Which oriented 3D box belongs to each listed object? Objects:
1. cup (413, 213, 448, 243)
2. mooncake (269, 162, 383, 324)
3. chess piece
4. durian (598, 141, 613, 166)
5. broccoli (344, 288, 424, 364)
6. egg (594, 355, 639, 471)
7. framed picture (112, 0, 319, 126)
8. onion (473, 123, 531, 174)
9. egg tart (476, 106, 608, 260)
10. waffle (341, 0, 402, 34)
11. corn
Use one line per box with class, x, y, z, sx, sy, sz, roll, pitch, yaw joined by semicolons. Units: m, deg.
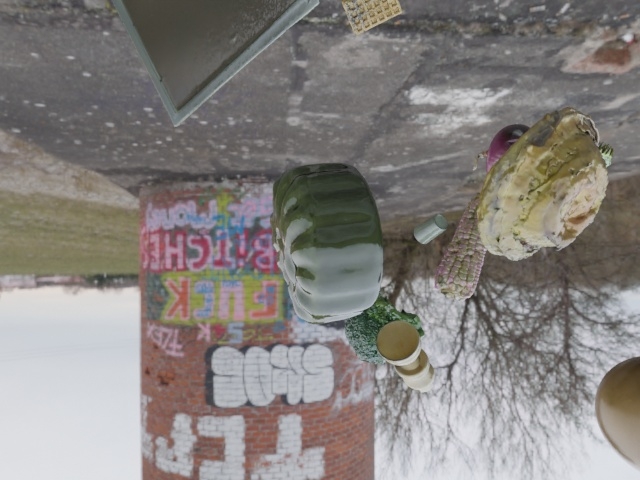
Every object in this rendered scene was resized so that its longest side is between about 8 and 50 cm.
cup;0.306;-0.028;1.372;0.075;0.054;0.083;28;144;-18
mooncake;0.000;0.000;1.116;0.187;0.351;0.351;-4;-179;-14
chess piece;0.266;0.362;1.490;0.117;0.117;0.397;0;149;23
durian;0.849;-0.248;1.684;0.394;0.198;0.163;5;-160;-43
broccoli;0.201;0.272;1.654;0.245;0.265;0.294;-3;-147;-12
egg;0.892;0.463;1.314;0.374;0.301;0.301;35;163;-26
framed picture;-0.130;-0.273;0.561;0.252;0.197;0.014;-27;180;36
onion;0.631;-0.288;1.667;0.207;0.200;0.200;-24;-171;-21
egg tart;0.485;-0.099;1.062;0.352;0.352;0.150;-1;-152;-36
waffle;0.145;-0.653;1.423;0.148;0.042;0.102;-22;134;9
corn;0.441;0.020;1.526;0.127;0.335;0.126;22;166;6
